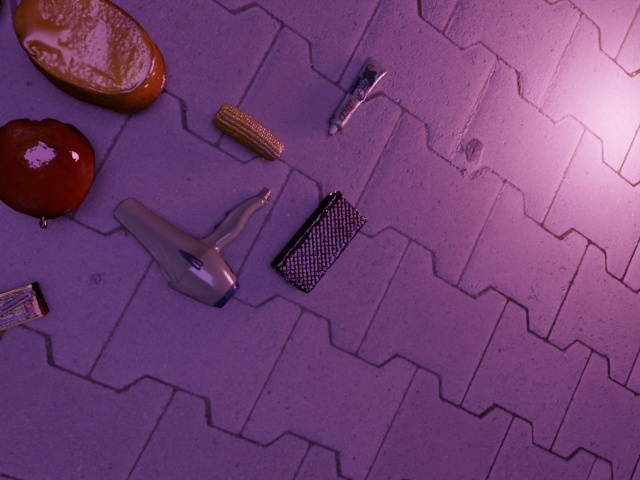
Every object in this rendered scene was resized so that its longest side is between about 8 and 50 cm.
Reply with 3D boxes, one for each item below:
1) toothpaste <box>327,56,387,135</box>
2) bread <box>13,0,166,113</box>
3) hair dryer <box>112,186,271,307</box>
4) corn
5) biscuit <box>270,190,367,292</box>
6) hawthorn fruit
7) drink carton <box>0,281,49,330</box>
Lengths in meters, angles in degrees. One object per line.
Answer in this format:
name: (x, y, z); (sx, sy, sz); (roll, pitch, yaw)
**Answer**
toothpaste: (0.084, -0.349, 1.095); (0.060, 0.038, 0.233); (37, 78, -18)
bread: (-0.439, -0.369, 0.868); (0.269, 0.142, 0.196); (27, 86, -15)
hair dryer: (-0.284, -0.034, 0.971); (0.295, 0.119, 0.298); (23, 69, -14)
corn: (-0.159, -0.239, 0.996); (0.165, 0.085, 0.063); (33, 65, -20)
biscuit: (0.000, 0.000, 1.063); (0.106, 0.070, 0.252); (43, 79, -16)
hawthorn fruit: (-0.520, -0.124, 0.834); (0.185, 0.185, 0.202); (3, 95, -18)
drink carton: (-0.632, 0.141, 0.870); (0.165, 0.056, 0.071); (-20, 101, -17)
